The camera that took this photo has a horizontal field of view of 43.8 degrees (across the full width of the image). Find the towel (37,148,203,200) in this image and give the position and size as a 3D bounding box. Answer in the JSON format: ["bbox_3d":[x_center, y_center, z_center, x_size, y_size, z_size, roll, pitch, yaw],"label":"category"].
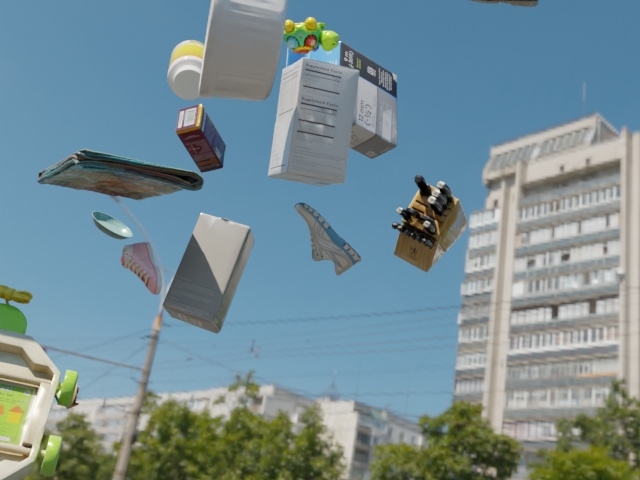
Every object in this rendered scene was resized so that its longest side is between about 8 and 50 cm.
[{"bbox_3d":[-0.442,-0.131,1.729,0.271,0.040,0.370,10,-8,-31],"label":"towel"}]

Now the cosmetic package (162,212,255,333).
[{"bbox_3d":[-0.248,0.071,1.793,0.127,0.238,0.107,18,-21,10],"label":"cosmetic package"}]

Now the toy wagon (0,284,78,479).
[{"bbox_3d":[-0.506,0.215,1.191,0.267,0.344,0.068,16,-49,-16],"label":"toy wagon"}]

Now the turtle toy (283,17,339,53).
[{"bbox_3d":[-0.023,-0.445,1.746,0.130,0.066,0.095,-3,-1,9],"label":"turtle toy"}]

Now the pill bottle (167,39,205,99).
[{"bbox_3d":[-0.344,-0.447,2.109,0.117,0.215,0.117,-3,-60,-5],"label":"pill bottle"}]

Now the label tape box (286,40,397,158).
[{"bbox_3d":[0.064,-0.415,2.244,0.347,0.249,0.115,24,-32,-38],"label":"label tape box"}]

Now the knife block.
[{"bbox_3d":[0.245,-0.068,1.672,0.088,0.275,0.242,30,-48,19],"label":"knife block"}]

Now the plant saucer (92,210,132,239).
[{"bbox_3d":[-0.548,-0.035,2.080,0.119,0.021,0.119,33,9,-6],"label":"plant saucer"}]

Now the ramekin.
[{"bbox_3d":[-0.146,-0.396,1.506,0.135,0.277,0.277,8,-23,-11],"label":"ramekin"}]

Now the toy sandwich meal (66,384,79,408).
[{"bbox_3d":[-0.661,0.416,2.133,0.029,0.086,0.085,20,-25,-31],"label":"toy sandwich meal"}]

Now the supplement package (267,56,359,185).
[{"bbox_3d":[-0.016,-0.249,1.710,0.133,0.244,0.139,9,-2,-21],"label":"supplement package"}]

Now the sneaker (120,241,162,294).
[{"bbox_3d":[-0.375,0.059,1.647,0.070,0.134,0.051,-1,-41,-32],"label":"sneaker"}]

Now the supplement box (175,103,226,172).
[{"bbox_3d":[-0.369,-0.314,2.467,0.080,0.104,0.188,-11,-41,14],"label":"supplement box"}]

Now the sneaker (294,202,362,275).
[{"bbox_3d":[0.000,0.000,1.754,0.191,0.083,0.071,47,3,-1],"label":"sneaker"}]

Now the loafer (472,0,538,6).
[{"bbox_3d":[0.292,-0.405,1.289,0.125,0.045,0.039,10,-60,13],"label":"loafer"}]
